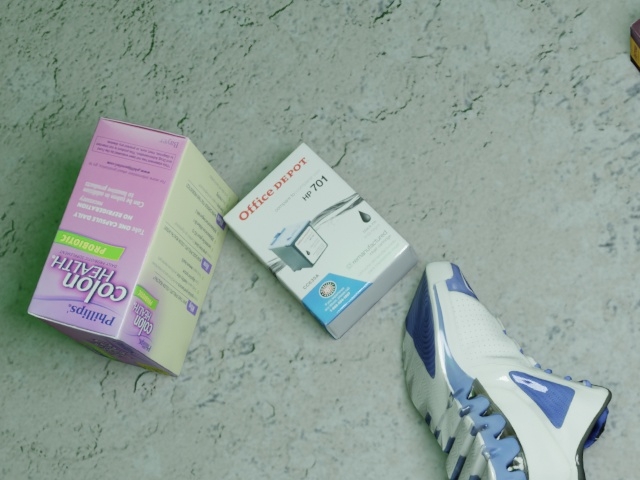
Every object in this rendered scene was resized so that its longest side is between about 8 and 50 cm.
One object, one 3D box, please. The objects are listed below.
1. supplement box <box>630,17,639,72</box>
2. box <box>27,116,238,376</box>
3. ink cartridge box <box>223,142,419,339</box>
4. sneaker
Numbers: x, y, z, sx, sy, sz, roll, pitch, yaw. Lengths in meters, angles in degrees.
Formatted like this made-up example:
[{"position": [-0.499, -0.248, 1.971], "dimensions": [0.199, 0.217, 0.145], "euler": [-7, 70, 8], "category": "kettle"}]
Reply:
[{"position": [0.441, -0.180, 1.589], "dimensions": [0.081, 0.104, 0.188], "euler": [-32, 68, 2], "category": "supplement box"}, {"position": [-0.212, 0.013, 1.620], "dimensions": [0.117, 0.213, 0.242], "euler": [14, 77, 16], "category": "box"}, {"position": [0.000, 0.000, 1.647], "dimensions": [0.139, 0.082, 0.191], "euler": [-44, 70, -3], "category": "ink cartridge box"}, {"position": [0.213, 0.174, 1.528], "dimensions": [0.182, 0.127, 0.315], "euler": [-1, 47, -19], "category": "sneaker"}]
